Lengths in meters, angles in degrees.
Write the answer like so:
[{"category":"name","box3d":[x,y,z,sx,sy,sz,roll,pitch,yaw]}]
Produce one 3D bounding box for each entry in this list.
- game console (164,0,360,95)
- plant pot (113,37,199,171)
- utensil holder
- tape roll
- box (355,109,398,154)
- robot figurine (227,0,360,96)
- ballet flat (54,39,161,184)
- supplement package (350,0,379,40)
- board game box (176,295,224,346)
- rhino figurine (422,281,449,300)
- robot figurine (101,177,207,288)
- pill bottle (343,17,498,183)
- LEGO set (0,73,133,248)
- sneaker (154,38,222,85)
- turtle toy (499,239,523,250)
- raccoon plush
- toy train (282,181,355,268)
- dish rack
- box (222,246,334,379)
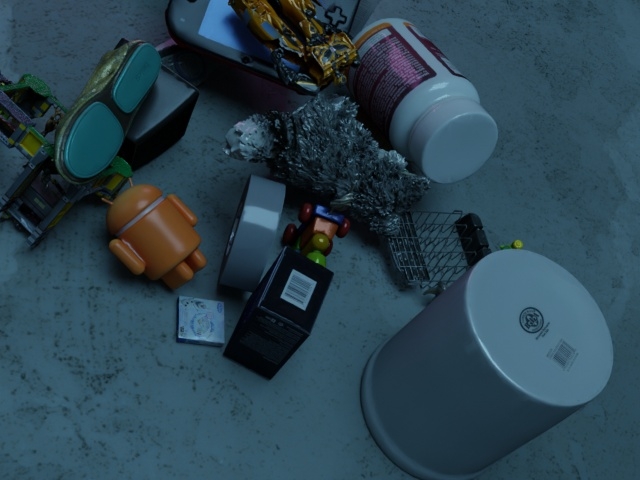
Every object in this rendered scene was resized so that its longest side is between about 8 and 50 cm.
[{"category":"game console","box3d":[-0.115,-0.523,1.934,0.386,0.060,0.342,21,81,-10]},{"category":"plant pot","box3d":[-0.381,-0.252,1.782,0.187,0.188,0.167,35,61,-2]},{"category":"utensil holder","box3d":[0.300,0.237,1.660,0.327,0.385,0.328,13,53,-19]},{"category":"tape roll","box3d":[-0.133,-0.014,1.708,0.072,0.219,0.219,16,52,-8]},{"category":"box","box3d":[0.117,-0.233,2.122,0.201,0.021,0.164,-31,76,-39]},{"category":"robot figurine","box3d":[-0.045,-0.435,1.848,0.291,0.085,0.211,47,58,6]},{"category":"ballet flat","box3d":[-0.401,-0.228,1.597,0.123,0.123,0.349,28,54,-8]},{"category":"supplement package","box3d":[0.031,-0.603,2.168,0.199,0.263,0.198,27,50,-9]},{"category":"board game box","box3d":[-0.227,0.153,1.680,0.090,0.020,0.090,10,55,-21]},{"category":"rhino figurine","box3d":[0.331,0.157,1.924,0.243,0.073,0.106,21,88,-12]},{"category":"robot figurine","box3d":[-0.311,-0.015,1.665,0.158,0.128,0.219,-40,99,-5]},{"category":"pill bottle","box3d":[0.222,-0.317,2.012,0.224,0.224,0.392,-2,41,-29]},{"category":"LEGO set","box3d":[-0.538,-0.139,1.649,0.331,0.192,0.255,42,19,-9]},{"category":"sneaker","box3d":[-0.278,-0.432,2.011,0.297,0.111,0.129,-25,43,-28]},{"category":"turtle toy","box3d":[0.456,0.064,2.060,0.066,0.095,0.130,-35,77,-17]},{"category":"raccoon plush","box3d":[0.017,-0.117,1.823,0.299,0.216,0.446,44,38,15]},{"category":"toy train","box3d":[0.000,0.000,1.757,0.105,0.248,0.143,21,56,-14]},{"category":"dish rack","box3d":[0.266,0.025,1.995,0.271,0.074,0.208,2,57,-25]},{"category":"box","box3d":[-0.079,0.138,1.645,0.108,0.207,0.153,29,49,-7]}]
